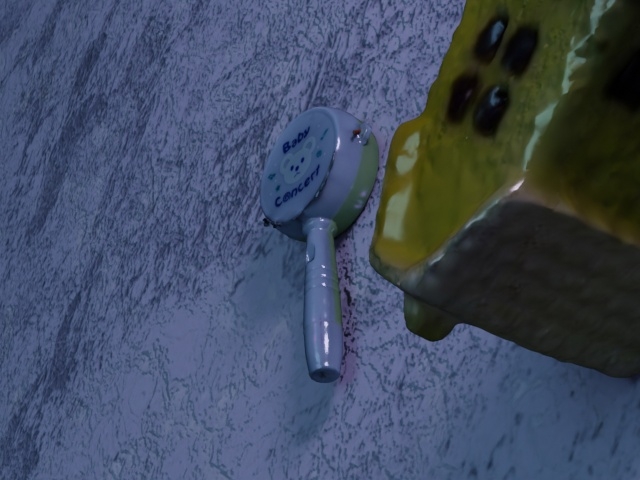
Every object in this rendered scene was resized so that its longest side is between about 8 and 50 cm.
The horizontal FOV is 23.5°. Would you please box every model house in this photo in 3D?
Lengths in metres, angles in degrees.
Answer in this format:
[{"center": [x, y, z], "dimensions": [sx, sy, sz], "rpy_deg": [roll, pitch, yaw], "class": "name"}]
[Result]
[{"center": [0.148, -0.036, 0.927], "dimensions": [0.234, 0.193, 0.175], "rpy_deg": [-61, 31, 11], "class": "model house"}]

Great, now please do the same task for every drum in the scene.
[{"center": [-0.013, 0.005, 1.273], "dimensions": [0.130, 0.049, 0.253], "rpy_deg": [-22, 51, 48], "class": "drum"}]
